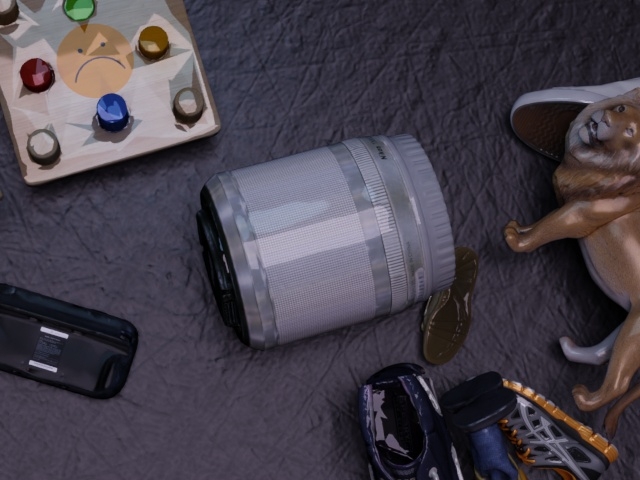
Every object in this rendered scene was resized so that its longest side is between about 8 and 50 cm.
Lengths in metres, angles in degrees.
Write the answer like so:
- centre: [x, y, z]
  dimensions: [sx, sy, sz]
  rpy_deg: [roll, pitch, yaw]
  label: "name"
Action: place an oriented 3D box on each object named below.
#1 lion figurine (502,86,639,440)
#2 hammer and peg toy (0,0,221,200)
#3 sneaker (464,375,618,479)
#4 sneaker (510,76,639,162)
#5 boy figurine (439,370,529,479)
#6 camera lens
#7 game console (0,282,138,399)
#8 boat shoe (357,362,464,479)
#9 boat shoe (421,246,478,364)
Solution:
- centre: [0.376, 0.027, 1.735]
  dimensions: [0.240, 0.142, 0.392]
  rpy_deg: [-24, 86, 15]
  label: "lion figurine"
- centre: [-0.326, -0.196, 1.730]
  dimensions: [0.361, 0.127, 0.266]
  rpy_deg: [-18, 85, -9]
  label: "hammer and peg toy"
- centre: [0.268, 0.240, 1.756]
  dimensions: [0.215, 0.084, 0.083]
  rpy_deg: [33, 83, -2]
  label: "sneaker"
- centre: [0.395, -0.164, 1.844]
  dimensions: [0.290, 0.106, 0.123]
  rpy_deg: [7, 39, 5]
  label: "sneaker"
- centre: [0.236, 0.307, 1.690]
  dimensions: [0.092, 0.177, 0.285]
  rpy_deg: [-27, 109, -3]
  label: "boy figurine"
- centre: [0.000, 0.000, 1.689]
  dimensions: [0.274, 0.219, 0.219]
  rpy_deg: [-15, 83, -9]
  label: "camera lens"
- centre: [-0.408, 0.114, 1.713]
  dimensions: [0.361, 0.044, 0.213]
  rpy_deg: [17, 81, -3]
  label: "game console"
- centre: [0.112, 0.312, 1.672]
  dimensions: [0.127, 0.158, 0.340]
  rpy_deg: [-17, 80, 9]
  label: "boat shoe"
- centre: [0.161, 0.083, 1.791]
  dimensions: [0.056, 0.048, 0.153]
  rpy_deg: [13, 86, -17]
  label: "boat shoe"
